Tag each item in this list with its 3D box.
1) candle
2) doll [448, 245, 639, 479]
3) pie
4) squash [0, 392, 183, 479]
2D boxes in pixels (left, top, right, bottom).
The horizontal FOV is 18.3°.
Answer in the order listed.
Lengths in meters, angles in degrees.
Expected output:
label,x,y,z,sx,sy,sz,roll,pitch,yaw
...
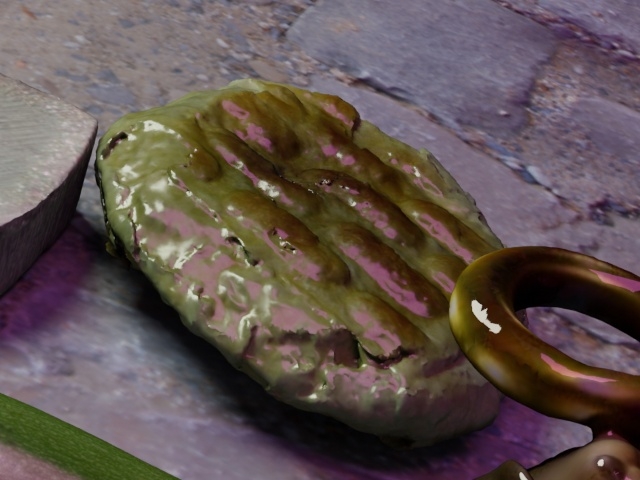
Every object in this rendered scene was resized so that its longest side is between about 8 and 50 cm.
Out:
label,x,y,z,sx,sy,sz,roll,pitch,yaw
candle,-0.207,-0.045,1.134,0.168,0.068,0.192,-4,41,-33
doll,0.213,0.153,0.925,0.340,0.209,0.318,-3,51,-12
pie,0.000,0.000,1.180,0.306,0.071,0.306,23,28,-13
squash,-0.142,0.125,0.873,0.395,0.107,0.107,22,30,0
